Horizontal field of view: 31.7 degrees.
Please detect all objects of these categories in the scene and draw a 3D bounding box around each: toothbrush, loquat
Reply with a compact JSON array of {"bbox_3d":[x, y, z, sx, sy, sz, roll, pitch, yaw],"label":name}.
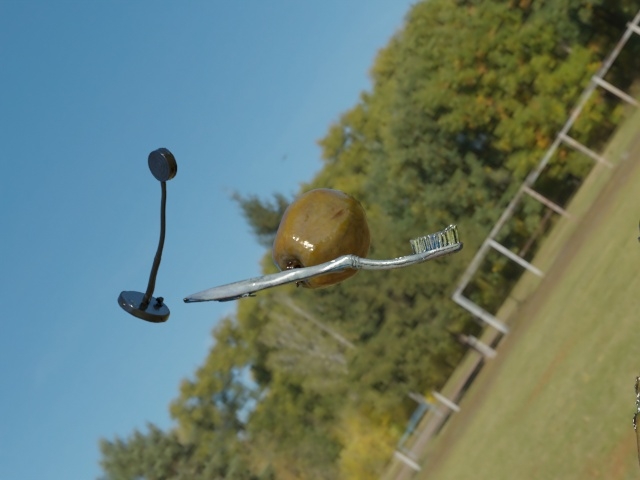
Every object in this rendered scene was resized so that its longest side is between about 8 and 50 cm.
[{"bbox_3d":[-0.004,0.043,1.554,0.414,0.042,0.035,-14,-7,18],"label":"toothbrush"},{"bbox_3d":[0.000,0.000,2.283,0.234,0.187,0.176,-61,-36,-27],"label":"loquat"}]

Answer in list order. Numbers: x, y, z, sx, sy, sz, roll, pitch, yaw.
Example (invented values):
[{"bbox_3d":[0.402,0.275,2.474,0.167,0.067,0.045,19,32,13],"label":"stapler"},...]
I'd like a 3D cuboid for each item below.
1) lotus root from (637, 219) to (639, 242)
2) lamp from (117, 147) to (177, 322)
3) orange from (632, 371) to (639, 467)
[{"bbox_3d":[0.604,-0.045,1.860,0.209,0.120,0.120,-40,-16,-25],"label":"lotus root"},{"bbox_3d":[-0.347,0.002,2.283,0.108,0.130,0.371,-21,-46,-43],"label":"lamp"},{"bbox_3d":[0.615,0.315,1.879,0.310,0.274,0.274,-55,-9,-3],"label":"orange"}]
